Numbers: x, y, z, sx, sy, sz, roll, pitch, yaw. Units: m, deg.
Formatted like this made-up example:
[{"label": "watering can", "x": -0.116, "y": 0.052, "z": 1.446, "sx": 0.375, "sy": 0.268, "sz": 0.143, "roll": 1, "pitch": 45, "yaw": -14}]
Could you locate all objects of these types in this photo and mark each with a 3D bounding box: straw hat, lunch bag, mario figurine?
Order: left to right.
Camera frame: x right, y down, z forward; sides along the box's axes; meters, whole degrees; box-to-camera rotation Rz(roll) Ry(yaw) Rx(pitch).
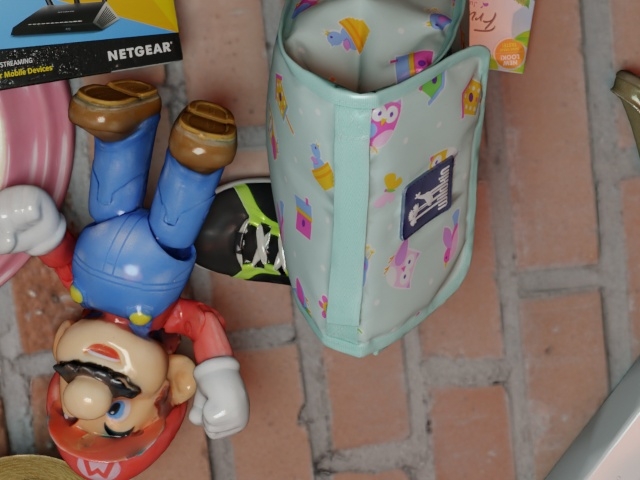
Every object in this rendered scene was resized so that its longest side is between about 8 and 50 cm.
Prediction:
[{"label": "straw hat", "x": -0.237, "y": 0.219, "z": 1.475, "sx": 0.144, "sy": 0.061, "sz": 0.144, "roll": 1, "pitch": 121, "yaw": 1}, {"label": "mario figurine", "x": -0.153, "y": 0.051, "z": 1.345, "sx": 0.170, "sy": 0.198, "sz": 0.320, "roll": -6, "pitch": 117, "yaw": -36}, {"label": "lunch bag", "x": 0.037, "y": -0.072, "z": 1.266, "sx": 0.160, "sy": 0.262, "sz": 0.223, "roll": 4, "pitch": 123, "yaw": 1}]

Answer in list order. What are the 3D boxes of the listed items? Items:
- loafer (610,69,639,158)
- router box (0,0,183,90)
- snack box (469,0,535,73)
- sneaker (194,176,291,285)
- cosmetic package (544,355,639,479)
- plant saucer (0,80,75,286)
[{"label": "loafer", "x": 0.276, "y": -0.072, "z": 1.398, "sx": 0.050, "sy": 0.056, "sz": 0.148, "roll": -40, "pitch": 100, "yaw": 3}, {"label": "router box", "x": -0.204, "y": -0.188, "z": 1.335, "sx": 0.179, "sy": 0.046, "sz": 0.133, "roll": -13, "pitch": 98, "yaw": -26}, {"label": "snack box", "x": 0.098, "y": -0.191, "z": 1.379, "sx": 0.141, "sy": 0.037, "sz": 0.100, "roll": 7, "pitch": 106, "yaw": -1}, {"label": "sneaker", "x": 0.000, "y": 0.000, "z": 1.398, "sx": 0.234, "sy": 0.097, "sz": 0.084, "roll": 3, "pitch": 104, "yaw": 0}, {"label": "cosmetic package", "x": 0.341, "y": 0.242, "z": 1.456, "sx": 0.284, "sy": 0.097, "sz": 0.377, "roll": 35, "pitch": 102, "yaw": -6}, {"label": "plant saucer", "x": -0.366, "y": -0.084, "z": 1.390, "sx": 0.332, "sy": 0.084, "sz": 0.332, "roll": 0, "pitch": 104, "yaw": 1}]
